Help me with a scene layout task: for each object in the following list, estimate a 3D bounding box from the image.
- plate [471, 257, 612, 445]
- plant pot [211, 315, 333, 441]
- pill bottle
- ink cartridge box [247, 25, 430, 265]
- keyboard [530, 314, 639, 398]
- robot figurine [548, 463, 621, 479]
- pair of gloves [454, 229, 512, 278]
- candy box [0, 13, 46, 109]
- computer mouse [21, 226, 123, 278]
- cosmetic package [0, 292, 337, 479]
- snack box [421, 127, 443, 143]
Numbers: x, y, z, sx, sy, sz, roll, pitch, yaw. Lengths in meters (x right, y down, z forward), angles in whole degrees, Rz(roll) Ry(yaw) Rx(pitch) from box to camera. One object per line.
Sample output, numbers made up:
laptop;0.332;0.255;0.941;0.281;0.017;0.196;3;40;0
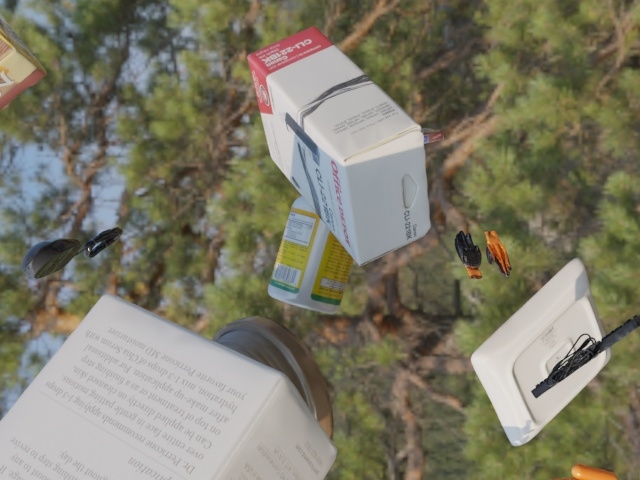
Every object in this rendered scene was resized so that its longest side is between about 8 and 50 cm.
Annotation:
plate;0.416;0.211;1.621;0.045;0.277;0.278;33;159;51
plant pot;-0.103;0.228;1.218;0.110;0.237;0.237;-16;-67;-42
pill bottle;0.000;0.000;1.405;0.117;0.118;0.208;-88;14;-89
ink cartridge box;0.024;-0.129;1.212;0.273;0.114;0.197;51;161;40
keyboard;0.381;0.158;1.306;0.038;0.192;0.100;53;-159;14
robot figurine;0.481;0.492;1.634;0.158;0.219;0.128;103;166;-50
pair of gloves;0.221;0.020;1.228;0.010;0.083;0.074;-52;47;49
candy box;-0.441;-0.233;0.881;0.316;0.183;0.087;51;179;9
computer mouse;-0.388;0.007;1.415;0.071;0.041;0.242;-46;-5;20
cosmetic package;-0.210;0.290;0.755;0.453;0.230;0.161;-54;-37;-23
snack box;0.173;-0.210;1.900;0.064;0.178;0.022;16;117;54
